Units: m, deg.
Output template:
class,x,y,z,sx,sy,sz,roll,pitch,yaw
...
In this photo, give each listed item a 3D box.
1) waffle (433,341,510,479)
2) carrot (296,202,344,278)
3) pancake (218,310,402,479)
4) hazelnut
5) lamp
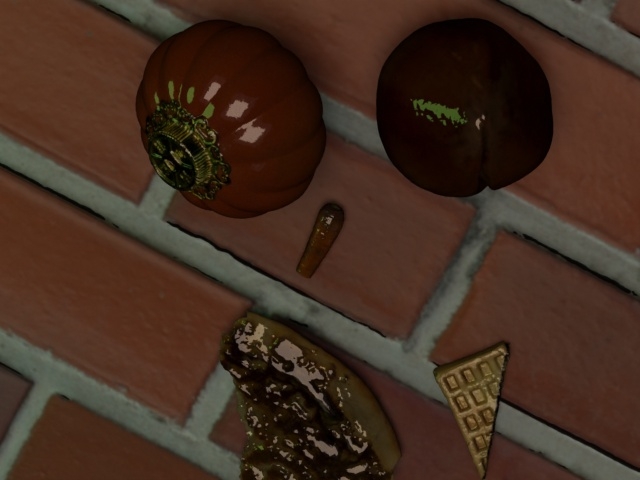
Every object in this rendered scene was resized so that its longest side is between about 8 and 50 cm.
class,x,y,z,sx,sy,sz,roll,pitch,yaw
waffle,0.201,0.201,2.003,0.097,0.023,0.153,-21,101,13
carrot,0.000,0.000,1.964,0.032,0.032,0.093,26,110,-1
pancake,-0.039,0.231,2.035,0.266,0.057,0.244,35,116,0
hazelnut,0.156,-0.136,1.816,0.208,0.208,0.208,2,106,6
lamp,-0.096,-0.130,1.851,0.223,0.196,0.223,26,136,29
